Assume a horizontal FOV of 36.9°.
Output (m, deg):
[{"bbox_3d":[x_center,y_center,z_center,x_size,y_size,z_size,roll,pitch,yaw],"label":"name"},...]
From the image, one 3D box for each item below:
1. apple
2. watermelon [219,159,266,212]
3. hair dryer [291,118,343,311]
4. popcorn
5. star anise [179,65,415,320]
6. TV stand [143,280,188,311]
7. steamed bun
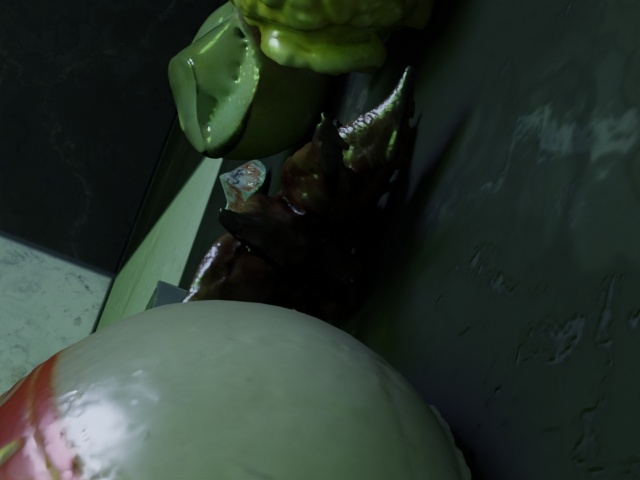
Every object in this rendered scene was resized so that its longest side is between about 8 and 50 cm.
[{"bbox_3d":[-0.070,-0.188,1.078,0.188,0.174,0.207,-15,49,47],"label":"apple"},{"bbox_3d":[-0.107,-0.064,1.228,0.085,0.061,0.085,-48,23,28],"label":"watermelon"},{"bbox_3d":[-0.036,-0.007,0.890,0.236,0.073,0.131,-68,13,-11],"label":"hair dryer"},{"bbox_3d":[0.013,-0.237,0.826,0.235,0.181,0.216,-78,16,-52],"label":"popcorn"},{"bbox_3d":[0.000,0.000,0.691,0.272,0.102,0.272,-46,-8,-9],"label":"star anise"},{"bbox_3d":[-0.215,0.183,1.198,0.269,0.088,0.082,-59,15,29],"label":"TV stand"},{"bbox_3d":[-0.097,0.199,0.471,0.374,0.241,0.374,-56,17,27],"label":"steamed bun"}]
